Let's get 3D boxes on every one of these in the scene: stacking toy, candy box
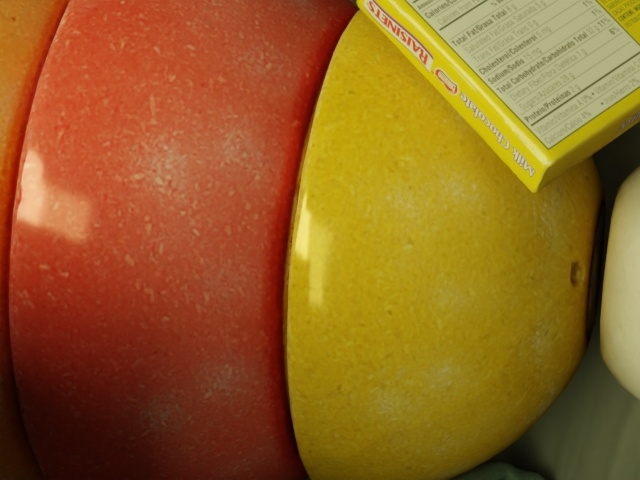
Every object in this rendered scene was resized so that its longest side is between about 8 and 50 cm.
[{"bbox_3d":[0.000,0.000,0.680,0.479,0.350,0.351,6,100,12],"label":"stacking toy"},{"bbox_3d":[0.124,-0.109,0.607,0.105,0.206,0.027,48,155,20],"label":"candy box"}]

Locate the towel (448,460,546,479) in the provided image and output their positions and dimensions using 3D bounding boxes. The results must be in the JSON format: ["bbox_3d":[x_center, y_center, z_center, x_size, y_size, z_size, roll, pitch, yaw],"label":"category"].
[{"bbox_3d":[-0.094,0.211,0.665,0.320,0.374,0.090,-28,80,32],"label":"towel"}]
